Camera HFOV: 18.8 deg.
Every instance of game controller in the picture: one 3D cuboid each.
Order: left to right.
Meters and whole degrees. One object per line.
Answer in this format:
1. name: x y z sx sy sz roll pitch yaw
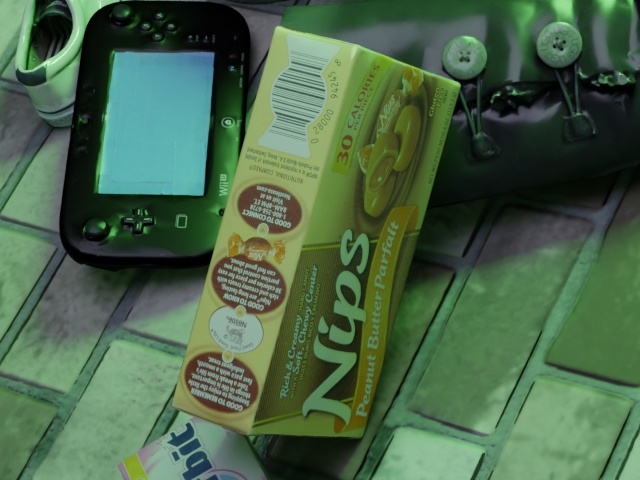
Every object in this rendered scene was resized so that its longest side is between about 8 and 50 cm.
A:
1. game controller: -0.155 -0.106 1.858 0.167 0.067 0.319 -4 55 8

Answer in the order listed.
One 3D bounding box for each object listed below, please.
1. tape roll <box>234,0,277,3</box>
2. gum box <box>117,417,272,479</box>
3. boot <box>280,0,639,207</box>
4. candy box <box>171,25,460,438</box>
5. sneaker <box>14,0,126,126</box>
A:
1. tape roll: -0.049 -0.350 1.999 0.219 0.072 0.219 -10 53 14
2. gum box: -0.084 0.231 1.599 0.107 0.062 0.188 -30 51 -2
3. boot: 0.180 -0.217 1.721 0.445 0.146 0.367 -11 72 16
4. candy box: 0.000 0.000 1.574 0.088 0.183 0.316 18 94 31
5. sneaker: -0.253 -0.242 1.987 0.094 0.091 0.258 -7 54 17
